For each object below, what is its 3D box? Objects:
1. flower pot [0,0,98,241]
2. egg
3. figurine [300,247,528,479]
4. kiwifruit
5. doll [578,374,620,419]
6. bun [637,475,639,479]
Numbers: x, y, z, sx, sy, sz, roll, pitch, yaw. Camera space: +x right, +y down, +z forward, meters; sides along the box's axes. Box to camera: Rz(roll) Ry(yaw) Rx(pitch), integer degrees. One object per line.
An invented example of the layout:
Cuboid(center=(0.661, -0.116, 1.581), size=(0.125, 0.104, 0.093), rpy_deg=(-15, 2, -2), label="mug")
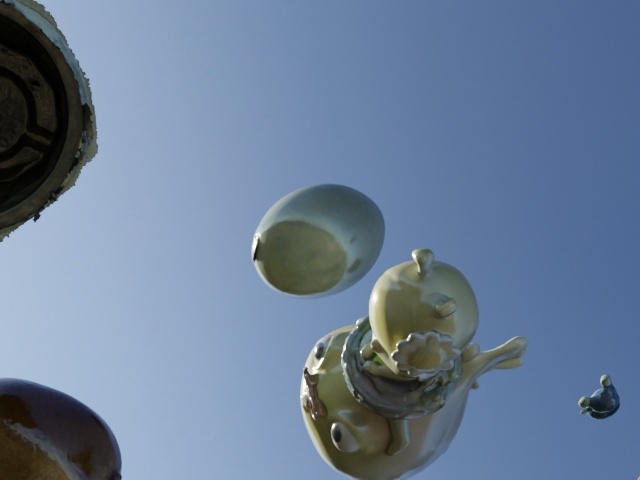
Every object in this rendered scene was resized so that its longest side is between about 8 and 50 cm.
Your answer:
Cuboid(center=(-0.406, -0.144, 1.242), size=(0.290, 0.290, 0.259), rpy_deg=(53, -6, -11), label="flower pot")
Cuboid(center=(0.000, 0.000, 1.772), size=(0.186, 0.253, 0.186), rpy_deg=(33, -48, 45), label="egg")
Cuboid(center=(0.115, 0.128, 1.192), size=(0.394, 0.274, 0.227), rpy_deg=(96, -22, -59), label="figurine")
Cuboid(center=(-0.362, 0.276, 1.324), size=(0.234, 0.196, 0.196), rpy_deg=(15, -43, 3), label="kiwifruit")
Cuboid(center=(0.467, 0.270, 1.763), size=(0.050, 0.076, 0.083), rpy_deg=(49, 0, 27), label="doll")
Cuboid(center=(0.703, 0.511, 1.891), size=(0.299, 0.299, 0.165), rpy_deg=(-10, -34, 46), label="bun")
